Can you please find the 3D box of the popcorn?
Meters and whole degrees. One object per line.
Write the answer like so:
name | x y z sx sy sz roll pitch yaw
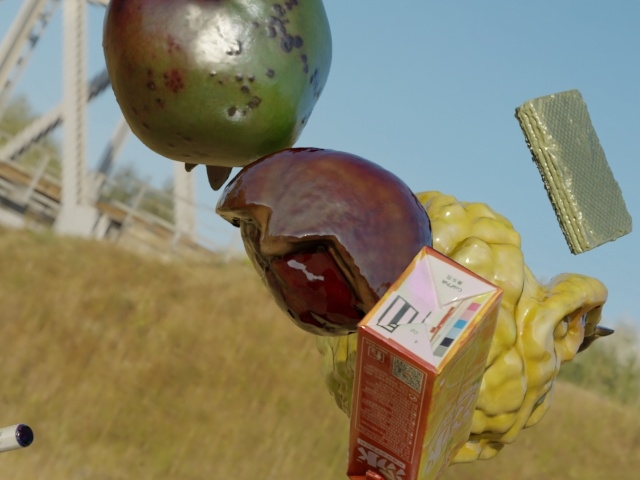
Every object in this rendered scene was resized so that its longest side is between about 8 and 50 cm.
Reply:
popcorn | 0.174 0.106 1.684 0.381 0.349 0.349 9 -2 -20

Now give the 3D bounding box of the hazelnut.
hazelnut | 0.002 0.003 1.231 0.201 0.161 0.170 16 -31 20

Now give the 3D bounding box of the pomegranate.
pomegranate | -0.104 -0.193 1.624 0.290 0.291 0.323 20 -35 40

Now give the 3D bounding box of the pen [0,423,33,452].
pen | -0.467 0.264 1.720 0.269 0.033 0.033 -16 -31 27

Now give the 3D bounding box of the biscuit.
biscuit | 0.319 -0.088 1.723 0.040 0.199 0.121 -25 -6 42

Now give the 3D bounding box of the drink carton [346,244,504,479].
drink carton | 0.076 0.114 1.065 0.071 0.096 0.223 30 -32 19
